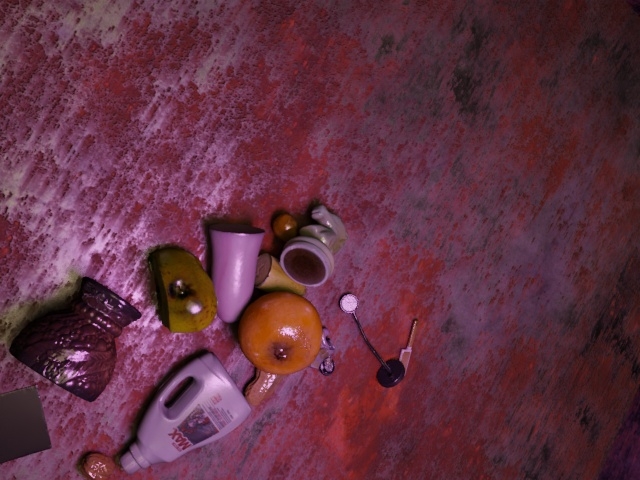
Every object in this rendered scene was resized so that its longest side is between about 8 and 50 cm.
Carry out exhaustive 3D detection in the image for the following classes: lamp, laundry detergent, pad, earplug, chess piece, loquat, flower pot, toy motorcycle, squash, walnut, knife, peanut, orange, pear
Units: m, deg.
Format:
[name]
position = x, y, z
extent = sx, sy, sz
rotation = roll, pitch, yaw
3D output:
[lamp]
position = 0.166, 0.357, 2.051
extent = 0.130, 0.108, 0.371
rotation = -39, 96, -4
[laundry detergent]
position = -0.435, 0.548, 1.744
extent = 0.398, 0.125, 0.264
rotation = -34, 110, -16
[pad]
position = -0.923, 0.532, 1.570
extent = 0.300, 0.005, 0.202
rotation = -12, 102, -24
[earplug]
position = -0.267, 0.109, 1.755
extent = 0.172, 0.172, 0.301
rotation = 1, 101, -26
[chess piece]
position = 0.000, 0.000, 1.836
extent = 0.176, 0.176, 0.298
rotation = 58, 36, -19
[loquat]
position = -0.119, 0.284, 1.743
extent = 0.263, 0.263, 0.263
rotation = -3, 98, -25
[flower pot]
position = -0.644, 0.256, 1.544
extent = 0.266, 0.266, 0.267
rotation = 42, 67, -24
[toy motorcycle]
position = -0.022, 0.360, 1.937
extent = 0.225, 0.073, 0.152
rotation = 32, 66, -30
[squash]
position = -0.123, 0.128, 1.841
extent = 0.186, 0.123, 0.123
rotation = 28, 84, -27
[walnut]
position = -0.656, 0.668, 1.676
extent = 0.079, 0.082, 0.096
rotation = -39, 115, 14
[knife]
position = 0.321, 0.418, 2.140
extent = 0.046, 0.022, 0.256
rotation = 12, 96, -35
[peanut]
position = -0.176, 0.454, 1.873
extent = 0.194, 0.083, 0.093
rotation = -50, 127, -14
[orange]
position = -0.111, -0.041, 1.844
extent = 0.085, 0.085, 0.095
rotation = -34, 98, -18
[pear]
position = -0.389, 0.136, 1.643
extent = 0.164, 0.255, 0.238
rotation = -11, 96, -23
